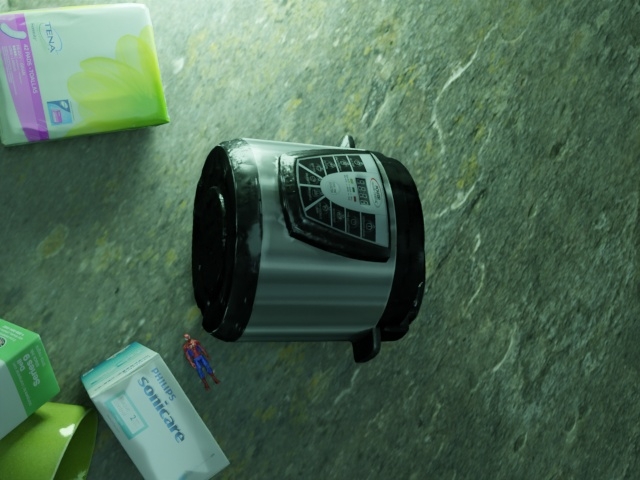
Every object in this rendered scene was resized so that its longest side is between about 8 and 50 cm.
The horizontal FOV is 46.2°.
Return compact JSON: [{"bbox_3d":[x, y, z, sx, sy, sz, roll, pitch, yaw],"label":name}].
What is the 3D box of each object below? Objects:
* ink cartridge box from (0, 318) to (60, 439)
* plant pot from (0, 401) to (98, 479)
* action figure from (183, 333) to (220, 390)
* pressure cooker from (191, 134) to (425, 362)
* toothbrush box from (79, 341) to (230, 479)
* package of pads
[{"bbox_3d":[-0.571,0.236,1.094,0.289,0.211,0.121,-44,139,-45],"label":"ink cartridge box"},{"bbox_3d":[-0.550,0.368,1.210,0.294,0.275,0.274,15,81,-2],"label":"plant pot"},{"bbox_3d":[-0.233,0.231,1.447,0.038,0.030,0.115,-30,95,-16],"label":"action figure"},{"bbox_3d":[-0.002,0.001,1.378,0.421,0.375,0.369,4,110,-21],"label":"pressure cooker"},{"bbox_3d":[-0.291,0.300,1.276,0.126,0.295,0.216,-34,99,-20],"label":"toothbrush box"},{"bbox_3d":[-0.439,-0.303,1.353,0.297,0.101,0.229,-11,98,-23],"label":"package of pads"}]
